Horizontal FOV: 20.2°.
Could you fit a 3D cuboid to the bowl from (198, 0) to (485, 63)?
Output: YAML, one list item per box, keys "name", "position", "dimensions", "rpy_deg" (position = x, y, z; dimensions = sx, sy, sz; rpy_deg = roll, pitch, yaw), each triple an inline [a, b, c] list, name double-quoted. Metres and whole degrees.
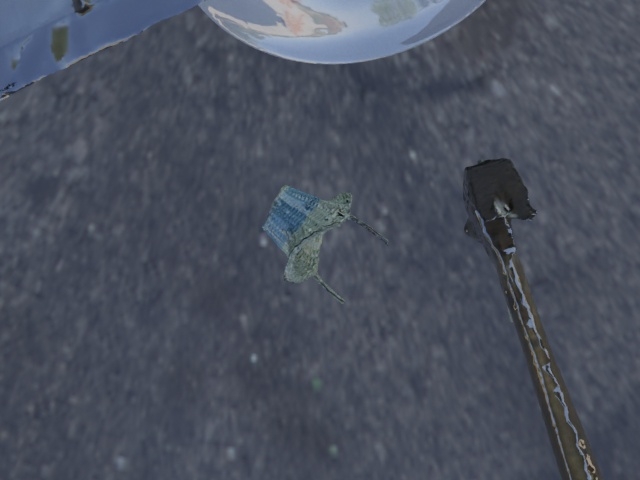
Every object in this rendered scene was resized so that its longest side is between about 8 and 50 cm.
- name: "bowl"
  position: [0.007, -0.327, 1.443]
  dimensions: [0.345, 0.157, 0.345]
  rpy_deg: [-4, 74, 16]

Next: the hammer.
- name: "hammer"
  position: [0.116, 0.102, 0.787]
  dimensions: [0.027, 0.125, 0.297]
  rpy_deg: [-17, 74, 0]

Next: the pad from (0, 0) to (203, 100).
- name: "pad"
  position: [-0.167, -0.174, 0.989]
  dimensions: [0.233, 0.022, 0.174]
  rpy_deg: [-24, 95, 30]

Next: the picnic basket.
- name: "picnic basket"
  position: [0.000, 0.000, 1.221]
  dimensions: [0.083, 0.083, 0.065]
  rpy_deg: [33, 122, 2]
